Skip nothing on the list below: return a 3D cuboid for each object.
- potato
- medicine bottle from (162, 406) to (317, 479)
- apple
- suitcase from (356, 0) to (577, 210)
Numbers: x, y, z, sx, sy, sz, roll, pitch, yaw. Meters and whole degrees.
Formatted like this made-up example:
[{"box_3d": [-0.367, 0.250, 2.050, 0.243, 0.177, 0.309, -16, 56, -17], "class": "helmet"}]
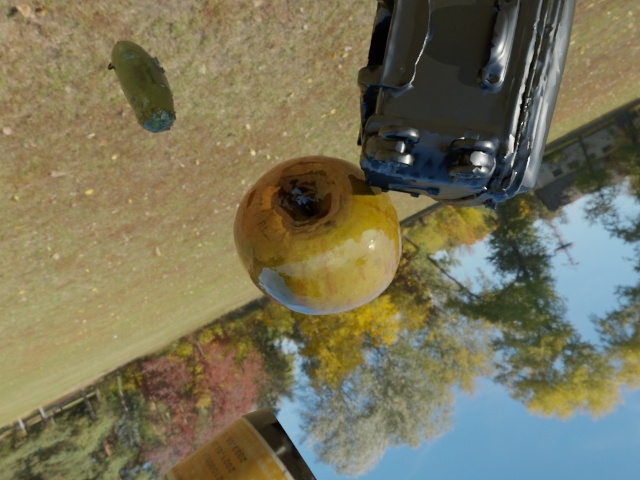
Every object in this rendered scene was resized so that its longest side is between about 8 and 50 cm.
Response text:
[{"box_3d": [-0.315, -0.277, 0.828, 0.085, 0.188, 0.105, -30, 161, 22], "class": "potato"}, {"box_3d": [-0.169, 0.438, 0.622, 0.395, 0.242, 0.242, -34, 179, -21], "class": "medicine bottle"}, {"box_3d": [0.000, 0.000, 0.839, 0.299, 0.299, 0.275, -26, 152, -10], "class": "apple"}, {"box_3d": [0.146, -0.187, 0.554, 0.194, 0.283, 0.434, 10, -175, 2], "class": "suitcase"}]
